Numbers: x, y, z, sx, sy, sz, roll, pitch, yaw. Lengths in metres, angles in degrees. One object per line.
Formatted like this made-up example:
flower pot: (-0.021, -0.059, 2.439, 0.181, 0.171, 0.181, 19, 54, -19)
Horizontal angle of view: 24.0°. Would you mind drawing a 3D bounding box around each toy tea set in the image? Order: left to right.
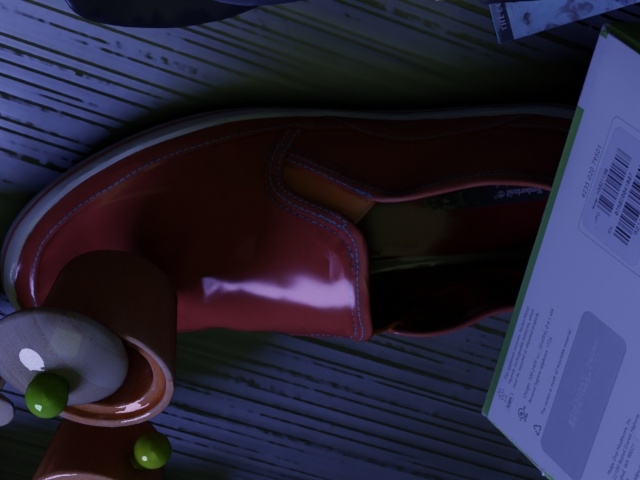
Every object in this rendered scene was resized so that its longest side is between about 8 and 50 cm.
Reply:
toy tea set: (-0.169, 0.140, 0.777, 0.200, 0.124, 0.336, 10, 136, -2)

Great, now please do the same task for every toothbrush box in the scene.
toothbrush box: (0.242, 0.013, 0.711, 0.283, 0.122, 0.206, -5, 122, -31)

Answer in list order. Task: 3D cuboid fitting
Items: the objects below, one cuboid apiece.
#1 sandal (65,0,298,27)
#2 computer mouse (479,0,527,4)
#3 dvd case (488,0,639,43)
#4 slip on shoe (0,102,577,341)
sandal: (-0.004, -0.151, 0.686, 0.255, 0.054, 0.097, -10, 121, 7)
computer mouse: (0.026, -0.173, 0.629, 0.262, 0.184, 0.060, 1, 157, -10)
dvd case: (0.134, -0.151, 0.730, 0.119, 0.013, 0.087, -15, 122, 7)
slip on shoe: (0.000, 0.000, 0.763, 0.331, 0.101, 0.123, -6, 124, 1)
